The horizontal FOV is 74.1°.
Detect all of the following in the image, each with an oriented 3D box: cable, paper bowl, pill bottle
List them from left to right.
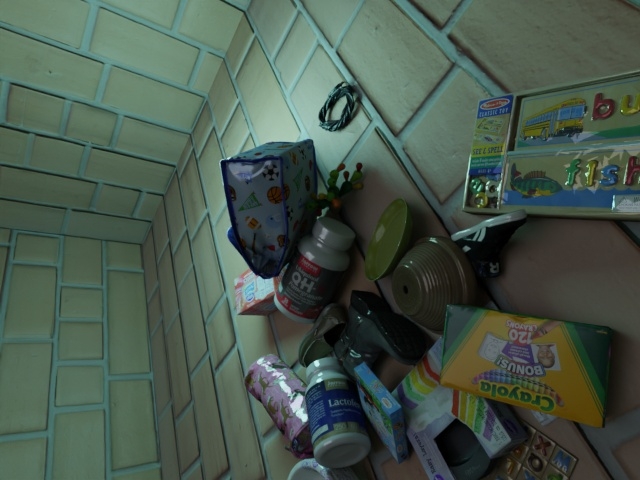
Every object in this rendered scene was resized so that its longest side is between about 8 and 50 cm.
[{"bbox_3d":[-0.013,0.092,1.351,0.176,0.176,0.319,48,121,47],"label":"pill bottle"},{"bbox_3d":[0.031,0.750,1.171,0.284,0.148,0.284,-16,71,52],"label":"paper bowl"},{"bbox_3d":[0.037,0.474,1.191,0.153,0.153,0.265,-58,28,28],"label":"pill bottle"},{"bbox_3d":[0.057,-0.457,1.498,0.184,0.047,0.151,-39,58,39],"label":"cable"}]

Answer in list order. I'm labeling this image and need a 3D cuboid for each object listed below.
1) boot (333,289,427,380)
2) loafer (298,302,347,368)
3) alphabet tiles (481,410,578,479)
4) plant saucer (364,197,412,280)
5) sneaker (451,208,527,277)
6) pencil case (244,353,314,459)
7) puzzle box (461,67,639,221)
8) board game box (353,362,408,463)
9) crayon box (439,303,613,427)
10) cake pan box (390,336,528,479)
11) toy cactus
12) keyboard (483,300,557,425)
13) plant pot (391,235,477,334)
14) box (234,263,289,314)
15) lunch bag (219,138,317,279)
[{"bbox_3d":[0.151,0.296,1.144,0.338,0.118,0.223,-133,56,-66],"label":"boot"},{"bbox_3d":[0.007,0.317,1.342,0.087,0.094,0.251,51,122,50],"label":"loafer"},{"bbox_3d":[0.379,0.456,0.885,0.237,0.009,0.198,30,107,52],"label":"alphabet tiles"},{"bbox_3d":[0.188,0.002,1.152,0.241,0.037,0.241,-159,90,-80],"label":"plant saucer"},{"bbox_3d":[0.374,0.016,0.906,0.217,0.079,0.121,139,115,-71],"label":"sneaker"},{"bbox_3d":[-0.112,0.537,1.406,0.386,0.167,0.160,31,139,52],"label":"pencil case"},{"bbox_3d":[0.486,-0.180,0.846,0.408,0.052,0.272,8,88,54],"label":"puzzle box"},{"bbox_3d":[0.154,0.435,1.069,0.160,0.039,0.212,41,152,52],"label":"board game box"},{"bbox_3d":[0.379,0.222,0.804,0.278,0.081,0.166,5,86,33],"label":"crayon box"},{"bbox_3d":[0.293,0.396,0.953,0.246,0.070,0.267,-61,37,31],"label":"cake pan box"},{"bbox_3d":[0.053,-0.141,1.354,0.112,0.180,0.219,38,72,20],"label":"toy cactus"},{"bbox_3d":[0.410,0.250,0.890,0.072,0.014,0.256,-50,46,28],"label":"keyboard"},{"bbox_3d":[0.244,0.110,1.005,0.237,0.109,0.238,174,90,-67],"label":"plant pot"},{"bbox_3d":[-0.196,0.177,1.606,0.300,0.142,0.154,-34,57,45],"label":"box"},{"bbox_3d":[-0.145,-0.108,1.377,0.238,0.328,0.386,1,113,20],"label":"lunch bag"}]
